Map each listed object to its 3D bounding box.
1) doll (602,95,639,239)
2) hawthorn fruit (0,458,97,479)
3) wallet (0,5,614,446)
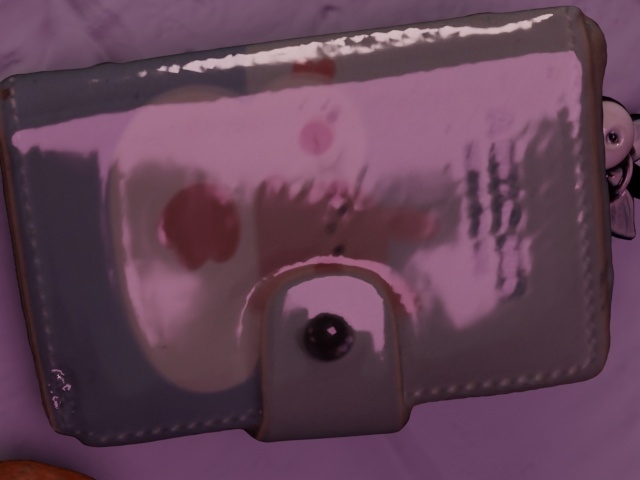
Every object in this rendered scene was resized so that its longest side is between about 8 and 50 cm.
[{"bbox_3d":[0.131,-0.062,1.156,0.219,0.067,0.091,12,95,-24],"label":"doll"},{"bbox_3d":[-0.160,0.193,1.044,0.149,0.189,0.149,13,68,-34],"label":"hawthorn fruit"},{"bbox_3d":[0.000,0.000,1.083,0.360,0.083,0.252,-7,106,-4],"label":"wallet"}]
